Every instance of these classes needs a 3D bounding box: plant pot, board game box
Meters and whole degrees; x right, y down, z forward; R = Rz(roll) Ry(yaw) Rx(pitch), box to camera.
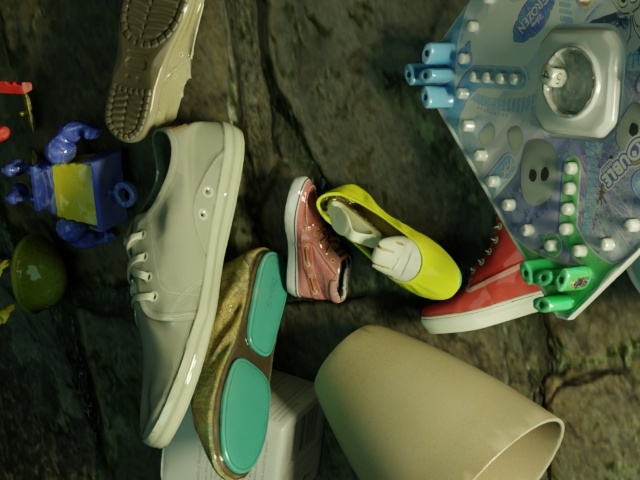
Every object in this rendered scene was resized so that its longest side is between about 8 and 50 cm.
[{"bbox_3d":[0.129,0.240,1.702,0.274,0.256,0.256,43,121,27],"label":"plant pot"},{"bbox_3d":[0.274,-0.174,1.440,0.390,0.050,0.390,-53,52,41],"label":"board game box"}]

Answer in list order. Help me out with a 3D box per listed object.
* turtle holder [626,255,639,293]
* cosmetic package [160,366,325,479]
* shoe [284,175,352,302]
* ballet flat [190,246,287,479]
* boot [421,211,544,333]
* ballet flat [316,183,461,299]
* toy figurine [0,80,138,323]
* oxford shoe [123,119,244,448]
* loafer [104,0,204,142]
[{"bbox_3d":[0.432,-0.028,1.444,0.320,0.243,0.227,35,135,-8],"label":"turtle holder"},{"bbox_3d":[-0.107,0.274,1.860,0.183,0.151,0.151,16,113,22],"label":"cosmetic package"},{"bbox_3d":[0.000,0.000,1.771,0.081,0.063,0.178,11,117,21],"label":"shoe"},{"bbox_3d":[-0.122,0.167,1.755,0.123,0.348,0.123,7,147,4],"label":"ballet flat"},{"bbox_3d":[0.217,0.015,1.661,0.244,0.088,0.176,-21,90,29],"label":"boot"},{"bbox_3d":[0.078,0.004,1.680,0.231,0.077,0.077,41,116,33],"label":"ballet flat"},{"bbox_3d":[-0.364,-0.040,1.868,0.217,0.191,0.362,4,110,20],"label":"toy figurine"},{"bbox_3d":[-0.200,0.046,1.721,0.169,0.130,0.449,150,130,-66],"label":"oxford shoe"},{"bbox_3d":[-0.218,-0.262,1.775,0.102,0.092,0.268,23,100,21],"label":"loafer"}]
